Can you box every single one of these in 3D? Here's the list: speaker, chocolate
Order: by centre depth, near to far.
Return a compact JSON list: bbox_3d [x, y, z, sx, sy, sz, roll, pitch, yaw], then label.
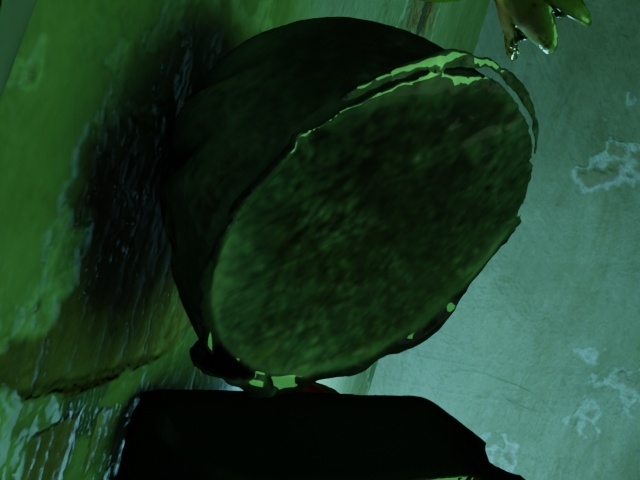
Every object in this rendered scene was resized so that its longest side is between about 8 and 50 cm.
[{"bbox_3d":[-0.008,-0.053,0.655,0.303,0.213,0.303,-23,138,-22],"label":"chocolate"},{"bbox_3d":[0.015,0.256,0.783,0.389,0.184,0.180,7,104,-33],"label":"speaker"}]

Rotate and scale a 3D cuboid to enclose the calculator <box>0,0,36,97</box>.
[{"bbox_3d":[-0.128,-0.104,0.241,0.173,0.051,0.293,96,-7,-47],"label":"calculator"}]

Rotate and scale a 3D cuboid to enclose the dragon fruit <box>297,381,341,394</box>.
[{"bbox_3d":[-0.019,0.301,1.015,0.293,0.234,0.233,54,43,-27],"label":"dragon fruit"}]

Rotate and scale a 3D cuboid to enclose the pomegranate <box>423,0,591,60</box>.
[{"bbox_3d":[0.157,-0.340,0.891,0.286,0.231,0.230,38,65,-41],"label":"pomegranate"}]
